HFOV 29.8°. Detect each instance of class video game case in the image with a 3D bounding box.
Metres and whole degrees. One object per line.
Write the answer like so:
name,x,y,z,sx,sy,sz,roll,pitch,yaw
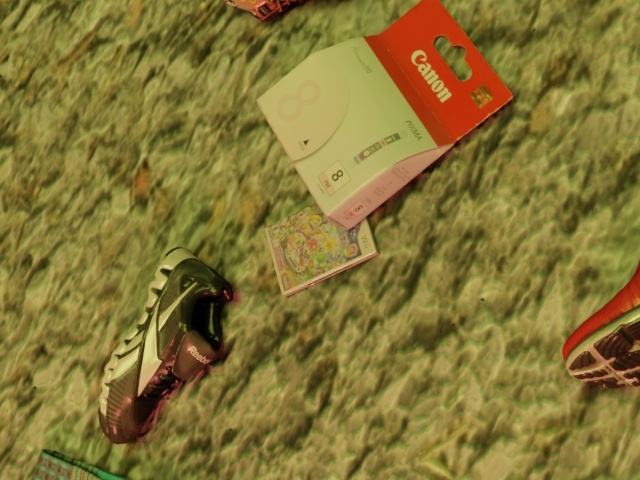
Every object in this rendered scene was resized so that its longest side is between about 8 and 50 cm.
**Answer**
video game case,0.000,0.000,1.336,0.122,0.011,0.087,-25,64,20

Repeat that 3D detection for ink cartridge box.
ink cartridge box,0.063,-0.153,1.316,0.232,0.066,0.189,-41,56,16

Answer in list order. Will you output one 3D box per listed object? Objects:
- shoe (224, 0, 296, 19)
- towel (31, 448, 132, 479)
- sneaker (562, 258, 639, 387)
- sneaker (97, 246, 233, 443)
shoe,-0.044,-0.297,1.426,0.178,0.063,0.081,26,90,38
towel,-0.216,0.405,1.313,0.370,0.040,0.272,14,81,32
sneaker,0.333,0.027,1.111,0.279,0.107,0.118,-40,41,9
sneaker,-0.170,0.128,1.351,0.106,0.078,0.234,20,83,34
